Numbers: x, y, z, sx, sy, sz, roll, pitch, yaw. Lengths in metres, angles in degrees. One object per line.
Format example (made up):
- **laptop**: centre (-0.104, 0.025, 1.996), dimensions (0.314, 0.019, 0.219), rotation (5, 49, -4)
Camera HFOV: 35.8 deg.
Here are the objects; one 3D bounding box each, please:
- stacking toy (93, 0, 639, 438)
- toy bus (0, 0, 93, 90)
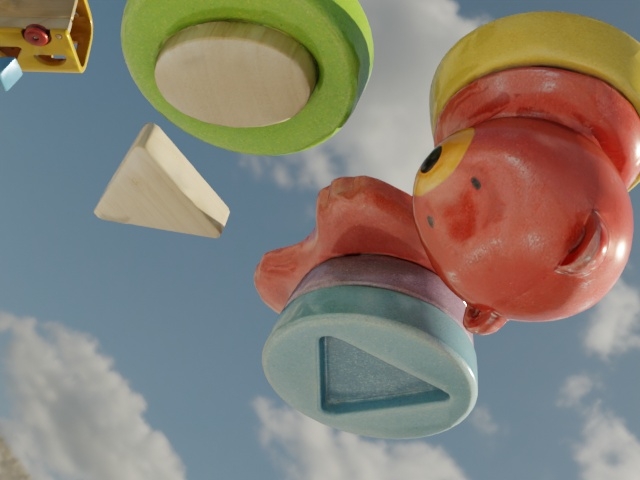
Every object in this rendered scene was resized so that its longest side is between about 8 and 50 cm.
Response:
- **stacking toy**: centre (0.000, 0.000, 0.535), dimensions (0.280, 0.130, 0.309), rotation (21, -39, -7)
- **toy bus**: centre (-0.375, -0.254, 1.193), dimensions (0.202, 0.191, 0.104), rotation (44, -21, 24)
